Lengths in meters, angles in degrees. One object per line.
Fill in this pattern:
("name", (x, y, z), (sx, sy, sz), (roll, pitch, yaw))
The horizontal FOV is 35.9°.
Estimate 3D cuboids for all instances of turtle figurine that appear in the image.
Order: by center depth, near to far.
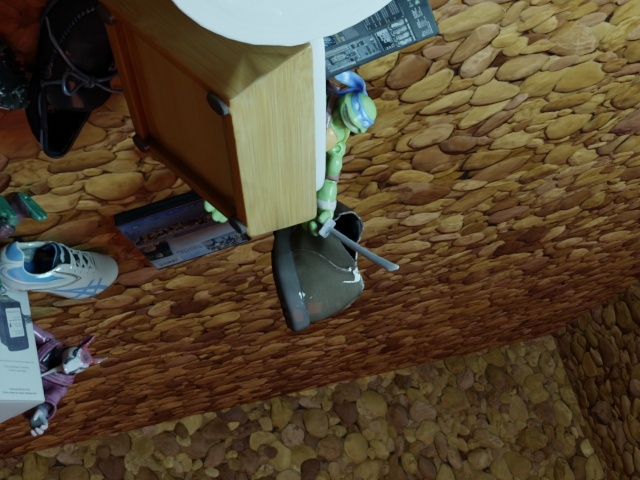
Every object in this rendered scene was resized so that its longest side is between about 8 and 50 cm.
("turtle figurine", (-0.062, -0.090, 1.261), (0.266, 0.274, 0.198), (-15, 156, 31))
("turtle figurine", (-0.485, 0.034, 1.350), (0.234, 0.118, 0.175), (-49, -175, 12))

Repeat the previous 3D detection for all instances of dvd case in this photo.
("dvd case", (-0.221, -0.019, 1.646), (0.180, 0.022, 0.253), (-18, 161, 0))

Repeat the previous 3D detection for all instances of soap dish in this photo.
("soap dish", (-0.106, -0.148, 0.998), (0.118, 0.229, 0.291), (-42, 158, -20))

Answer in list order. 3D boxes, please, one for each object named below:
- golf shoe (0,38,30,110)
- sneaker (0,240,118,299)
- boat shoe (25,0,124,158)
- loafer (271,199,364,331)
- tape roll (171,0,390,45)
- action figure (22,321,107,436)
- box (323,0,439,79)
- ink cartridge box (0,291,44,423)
("golf shoe", (-0.386, -0.177, 0.994), (0.094, 0.077, 0.198), (-15, 158, 31))
("sneaker", (-0.408, 0.041, 1.566), (0.086, 0.085, 0.237), (-37, 157, 29))
("boat shoe", (-0.253, -0.176, 1.065), (0.109, 0.089, 0.258), (-8, 159, -25))
("loafer", (0.000, 0.000, 1.420), (0.130, 0.366, 0.134), (-11, 124, 2))
("tape roll", (-0.021, -0.295, 0.749), (0.286, 0.100, 0.286), (-19, 139, -17))
("action figure", (-0.564, 0.264, 1.802), (0.370, 0.248, 0.276), (-14, 162, -1))
("box", (0.023, -0.265, 1.100), (0.183, 0.059, 0.233), (-21, 162, 11))
("ink cartridge box", (-0.543, 0.168, 1.564), (0.172, 0.237, 0.100), (-27, 156, 29))
